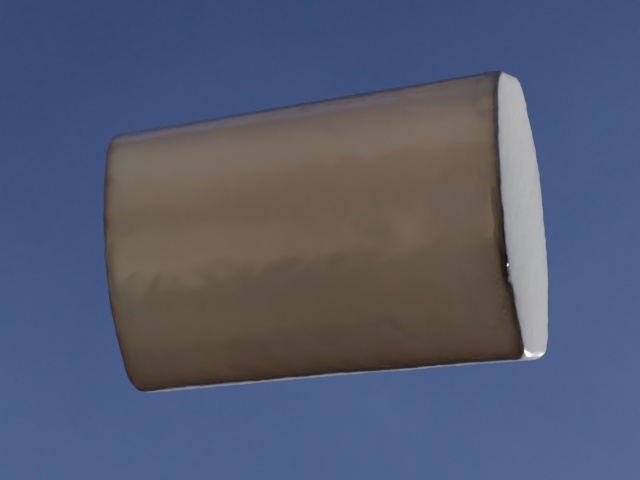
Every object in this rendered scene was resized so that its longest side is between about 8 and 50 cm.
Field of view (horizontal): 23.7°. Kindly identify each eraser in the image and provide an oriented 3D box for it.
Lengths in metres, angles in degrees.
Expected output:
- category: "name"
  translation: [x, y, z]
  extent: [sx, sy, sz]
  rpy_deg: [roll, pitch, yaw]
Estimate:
- category: "eraser"
  translation: [0.000, 0.000, 0.964]
  extent: [0.270, 0.095, 0.174]
  rpy_deg: [-7, -96, 22]
